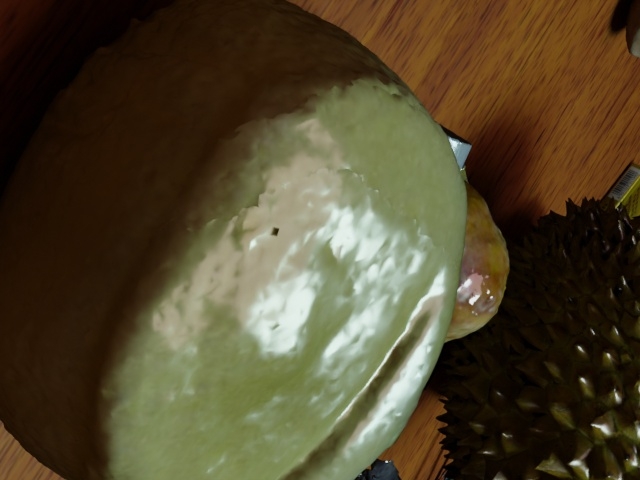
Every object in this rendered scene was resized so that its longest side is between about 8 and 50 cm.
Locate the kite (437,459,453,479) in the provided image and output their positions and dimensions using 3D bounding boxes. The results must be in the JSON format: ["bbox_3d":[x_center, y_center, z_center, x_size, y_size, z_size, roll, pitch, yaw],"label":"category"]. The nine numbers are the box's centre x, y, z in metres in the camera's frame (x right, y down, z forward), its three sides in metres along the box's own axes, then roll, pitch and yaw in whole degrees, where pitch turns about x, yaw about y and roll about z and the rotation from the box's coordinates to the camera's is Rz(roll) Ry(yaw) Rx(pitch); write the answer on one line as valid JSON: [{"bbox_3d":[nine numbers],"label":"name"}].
[{"bbox_3d":[0.196,0.188,2.039,0.285,0.015,0.152,-53,173,5],"label":"kite"}]

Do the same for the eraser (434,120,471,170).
[{"bbox_3d":[0.000,0.000,1.327,0.081,0.174,0.227,17,101,-37],"label":"eraser"}]

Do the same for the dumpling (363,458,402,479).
[{"bbox_3d":[0.054,0.321,1.720,0.204,0.293,0.163,-30,-159,41],"label":"dumpling"}]

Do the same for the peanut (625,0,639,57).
[{"bbox_3d":[0.361,-0.242,1.938,0.152,0.076,0.076,-48,153,-36],"label":"peanut"}]

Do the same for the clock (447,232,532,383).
[{"bbox_3d":[0.192,0.078,1.948,0.237,0.057,0.237,-46,154,-31],"label":"clock"}]

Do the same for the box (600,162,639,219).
[{"bbox_3d":[0.334,-0.013,2.186,0.156,0.022,0.089,-49,152,-29],"label":"box"}]

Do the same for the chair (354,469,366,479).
[{"bbox_3d":[-0.073,0.255,1.525,0.229,0.113,0.106,-62,155,-11],"label":"chair"}]

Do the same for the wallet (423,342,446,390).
[{"bbox_3d":[0.079,0.105,1.769,0.166,0.030,0.111,-8,123,-62],"label":"wallet"}]

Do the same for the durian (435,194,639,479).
[{"bbox_3d":[0.271,0.159,1.728,0.347,0.384,0.347,-35,-178,1],"label":"durian"}]

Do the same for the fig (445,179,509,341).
[{"bbox_3d":[0.093,0.021,1.577,0.159,0.159,0.257,-63,163,0],"label":"fig"}]

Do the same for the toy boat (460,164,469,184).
[{"bbox_3d":[0.119,-0.020,1.677,0.065,0.066,0.172,-51,154,-18],"label":"toy boat"}]

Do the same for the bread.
[{"bbox_3d":[-0.066,0.009,1.127,0.320,0.237,0.320,-26,128,-39],"label":"bread"}]
